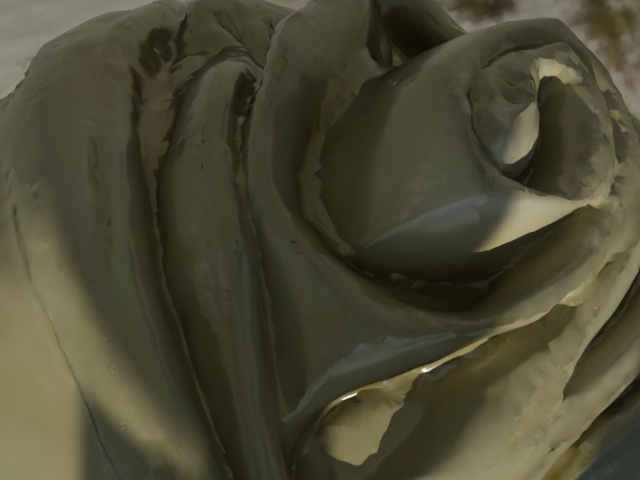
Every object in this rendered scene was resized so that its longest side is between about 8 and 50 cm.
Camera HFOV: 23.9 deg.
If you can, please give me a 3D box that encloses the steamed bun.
[{"bbox_3d":[0.006,-0.003,0.616,0.324,0.219,0.310,34,-147,23],"label":"steamed bun"}]
